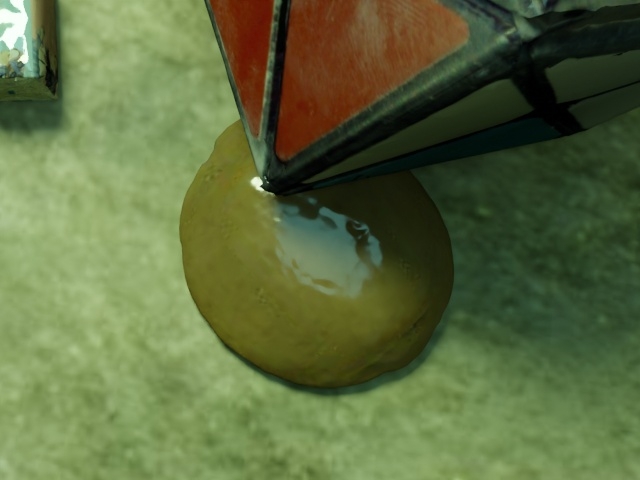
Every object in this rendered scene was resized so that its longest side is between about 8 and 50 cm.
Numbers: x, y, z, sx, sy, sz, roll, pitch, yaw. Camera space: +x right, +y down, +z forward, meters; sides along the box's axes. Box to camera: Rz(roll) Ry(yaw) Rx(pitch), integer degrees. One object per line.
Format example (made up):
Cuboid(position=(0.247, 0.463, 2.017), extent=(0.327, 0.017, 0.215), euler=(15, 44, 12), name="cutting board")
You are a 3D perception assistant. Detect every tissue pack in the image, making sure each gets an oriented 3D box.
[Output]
Cuboid(position=(-0.213, -0.147, 0.856), extent=(0.058, 0.074, 0.095), euler=(-3, 84, -3), name="tissue pack")

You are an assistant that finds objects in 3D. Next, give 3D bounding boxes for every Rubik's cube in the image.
Cuboid(position=(0.110, -0.219, 0.782), extent=(0.310, 0.307, 0.305), euler=(-16, 84, -30), name="Rubik's cube")

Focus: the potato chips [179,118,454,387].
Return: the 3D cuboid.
Cuboid(position=(0.000, 0.001, 0.881), extent=(0.195, 0.062, 0.208), euler=(-16, 88, -10), name="potato chips")
